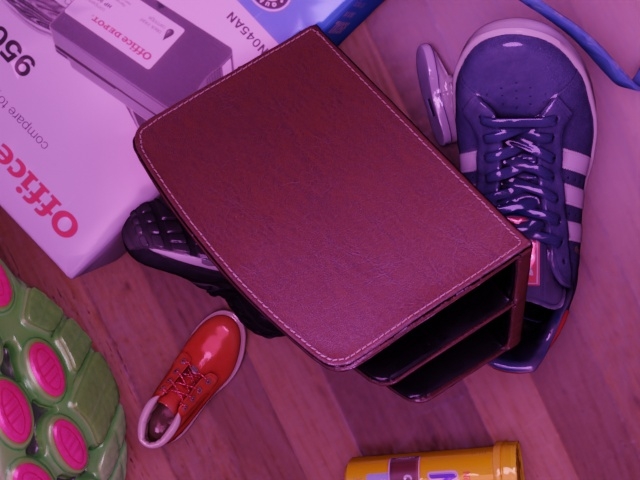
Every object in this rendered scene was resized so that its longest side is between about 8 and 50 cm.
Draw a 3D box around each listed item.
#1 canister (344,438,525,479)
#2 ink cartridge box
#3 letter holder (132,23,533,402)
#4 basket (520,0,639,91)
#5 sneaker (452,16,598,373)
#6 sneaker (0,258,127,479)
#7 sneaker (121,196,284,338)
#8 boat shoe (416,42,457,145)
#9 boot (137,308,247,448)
[{"bbox_3d":[0.116,0.266,1.760,0.170,0.073,0.126,-6,95,12],"label":"canister"},{"bbox_3d":[-0.179,-0.200,1.705,0.395,0.166,0.285,-44,88,12],"label":"ink cartridge box"},{"bbox_3d":[0.000,0.000,1.535,0.214,0.152,0.302,-32,60,-19],"label":"letter holder"},{"bbox_3d":[0.286,-0.298,1.576,0.201,0.255,0.289,17,82,37],"label":"basket"},{"bbox_3d":[0.180,-0.026,1.598,0.131,0.148,0.350,0,130,12],"label":"sneaker"},{"bbox_3d":[-0.367,0.115,1.794,0.202,0.185,0.482,-23,103,49],"label":"sneaker"},{"bbox_3d":[-0.062,0.042,1.688,0.283,0.107,0.124,8,124,-29],"label":"sneaker"},{"bbox_3d":[0.120,-0.143,1.733,0.035,0.035,0.100,-16,90,-16],"label":"boat shoe"},{"bbox_3d":[-0.128,0.140,1.780,0.059,0.084,0.158,33,99,6],"label":"boot"}]
